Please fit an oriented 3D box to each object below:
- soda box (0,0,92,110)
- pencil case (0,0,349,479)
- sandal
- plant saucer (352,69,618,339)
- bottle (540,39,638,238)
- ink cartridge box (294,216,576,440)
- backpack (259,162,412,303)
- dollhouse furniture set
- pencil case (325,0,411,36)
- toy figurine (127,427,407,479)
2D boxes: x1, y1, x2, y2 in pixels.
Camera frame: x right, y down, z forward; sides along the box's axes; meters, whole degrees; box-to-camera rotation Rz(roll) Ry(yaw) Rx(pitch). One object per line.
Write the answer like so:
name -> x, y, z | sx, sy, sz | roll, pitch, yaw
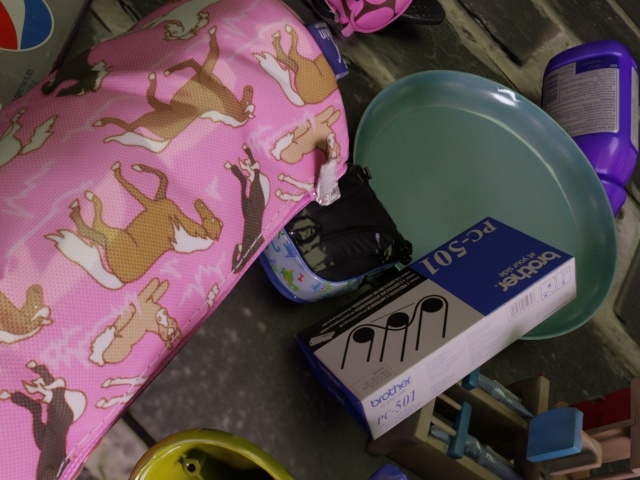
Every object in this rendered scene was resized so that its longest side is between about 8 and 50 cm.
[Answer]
soda box -> -0.230, -0.173, 0.476 | 0.092, 0.083, 0.263 | 24, 53, -23
pencil case -> -0.133, 0.009, 0.358 | 0.386, 0.167, 0.160 | -51, 140, -31
sandal -> 0.070, -0.285, 0.782 | 0.179, 0.040, 0.067 | -6, 62, -21
plant saucer -> 0.174, -0.042, 0.677 | 0.318, 0.043, 0.317 | 9, 62, -18
bottle -> 0.339, -0.117, 0.810 | 0.092, 0.118, 0.282 | 31, 60, -41
ink cartridge box -> 0.094, 0.060, 0.507 | 0.207, 0.097, 0.046 | -30, 124, -19
backpack -> 0.000, 0.000, 0.534 | 0.114, 0.084, 0.105 | -21, 78, -44
dollhouse furniture set -> 0.155, 0.123, 0.505 | 0.129, 0.184, 0.129 | 35, 50, -14
pencil case -> 0.011, -0.331, 0.716 | 0.209, 0.098, 0.095 | 57, 20, 20
toy figurine -> 0.028, 0.248, 0.415 | 0.362, 0.191, 0.217 | 47, 19, 1
